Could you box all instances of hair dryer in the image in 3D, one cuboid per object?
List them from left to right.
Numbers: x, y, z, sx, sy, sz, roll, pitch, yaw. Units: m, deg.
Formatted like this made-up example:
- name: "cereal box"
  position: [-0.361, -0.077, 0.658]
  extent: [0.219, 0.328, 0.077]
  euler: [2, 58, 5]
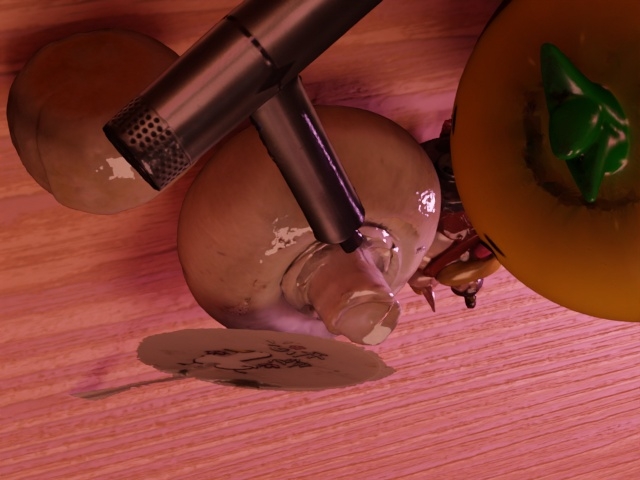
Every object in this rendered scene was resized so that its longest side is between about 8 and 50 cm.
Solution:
- name: "hair dryer"
  position: [0.009, -0.137, 1.039]
  extent: [0.320, 0.156, 0.284]
  euler: [-45, 161, -1]

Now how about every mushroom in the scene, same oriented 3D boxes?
- name: "mushroom"
  position: [0.000, 0.000, 1.242]
  extent: [0.246, 0.202, 0.246]
  euler: [-20, 139, -19]

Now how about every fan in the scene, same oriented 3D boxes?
- name: "fan"
  position: [-0.116, 0.123, 1.347]
  extent: [0.415, 0.012, 0.233]
  euler: [-14, 153, 42]

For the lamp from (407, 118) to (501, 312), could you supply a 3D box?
- name: "lamp"
  position: [0.128, -0.005, 1.399]
  extent: [0.118, 0.118, 0.253]
  euler: [-14, 151, -16]

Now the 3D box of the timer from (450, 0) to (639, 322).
- name: "timer"
  position: [0.201, -0.071, 0.936]
  extent: [0.285, 0.285, 0.285]
  euler: [-17, 147, -12]

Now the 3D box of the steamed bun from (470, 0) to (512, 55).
- name: "steamed bun"
  position: [0.318, -0.158, 1.175]
  extent: [0.379, 0.248, 0.235]
  euler: [-15, 149, 25]

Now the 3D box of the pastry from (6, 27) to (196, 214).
- name: "pastry"
  position: [-0.157, -0.094, 1.047]
  extent: [0.156, 0.156, 0.092]
  euler: [-18, 142, -10]
